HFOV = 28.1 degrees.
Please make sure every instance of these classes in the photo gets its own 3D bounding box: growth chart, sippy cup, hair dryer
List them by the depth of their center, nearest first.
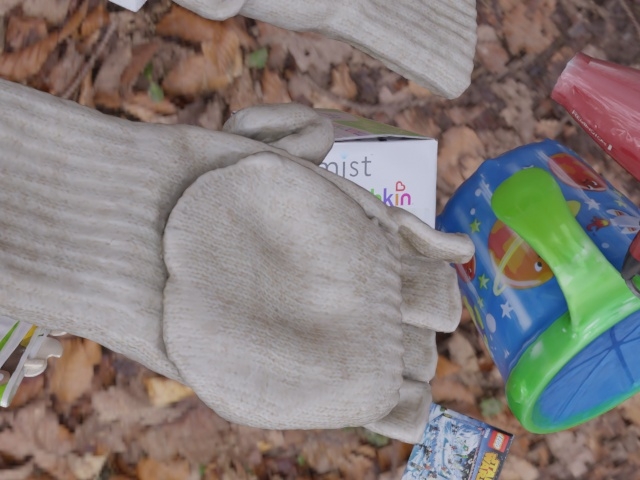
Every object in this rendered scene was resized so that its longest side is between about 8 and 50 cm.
[{"bbox_3d":[0.253,-0.013,0.893,0.293,0.224,0.080,52,57,-24],"label":"hair dryer"},{"bbox_3d":[-0.305,0.084,1.082,0.172,0.237,0.021,20,131,16],"label":"growth chart"},{"bbox_3d":[0.233,0.032,1.249,0.240,0.224,0.305,-16,146,-28],"label":"sippy cup"}]

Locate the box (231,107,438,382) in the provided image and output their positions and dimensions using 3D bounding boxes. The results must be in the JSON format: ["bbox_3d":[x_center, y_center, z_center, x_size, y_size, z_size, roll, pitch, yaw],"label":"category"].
[{"bbox_3d":[0.000,0.000,1.209,0.127,0.262,0.231,-2,101,-18],"label":"box"}]

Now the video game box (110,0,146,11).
[{"bbox_3d":[-0.194,-0.261,0.825,0.205,0.048,0.187,25,144,7],"label":"video game box"}]

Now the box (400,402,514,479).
[{"bbox_3d":[0.134,0.248,1.328,0.094,0.027,0.137,21,82,11],"label":"box"}]

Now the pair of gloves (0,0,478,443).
[{"bbox_3d":[-0.021,-0.056,0.435,0.204,0.240,0.042,26,147,-29],"label":"pair of gloves"}]
